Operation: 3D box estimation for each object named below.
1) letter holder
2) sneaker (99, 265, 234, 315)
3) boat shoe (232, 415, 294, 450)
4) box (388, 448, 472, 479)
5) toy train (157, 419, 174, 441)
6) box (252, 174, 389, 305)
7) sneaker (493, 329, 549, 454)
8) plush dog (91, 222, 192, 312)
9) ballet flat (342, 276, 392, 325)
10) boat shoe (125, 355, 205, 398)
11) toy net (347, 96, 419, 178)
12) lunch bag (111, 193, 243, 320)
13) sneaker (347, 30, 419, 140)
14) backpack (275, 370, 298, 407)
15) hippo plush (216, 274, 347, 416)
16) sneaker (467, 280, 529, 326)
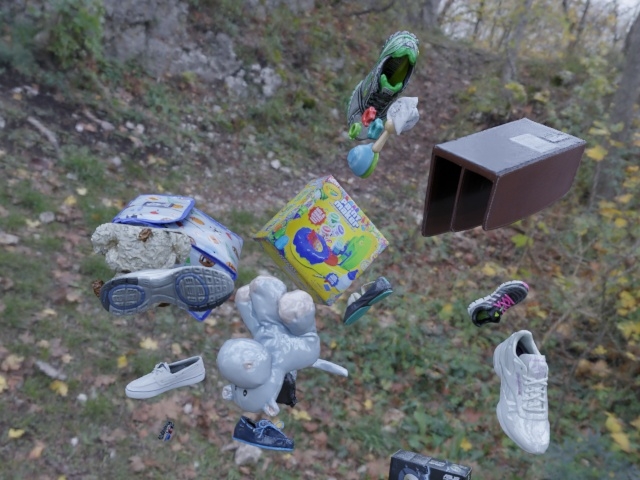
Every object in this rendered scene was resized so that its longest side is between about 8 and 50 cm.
[{"bbox_3d":[0.363,-0.098,1.256,0.301,0.215,0.152,-20,39,-36],"label":"letter holder"},{"bbox_3d":[-0.350,0.100,1.439,0.296,0.111,0.129,0,13,-12],"label":"sneaker"},{"bbox_3d":[-0.183,0.590,1.917,0.258,0.089,0.109,-1,-22,39],"label":"boat shoe"},{"bbox_3d":[0.252,0.590,1.457,0.180,0.148,0.077,7,-1,26],"label":"box"},{"bbox_3d":[-0.496,0.616,2.011,0.036,0.027,0.158,25,-2,-5],"label":"toy train"},{"bbox_3d":[0.000,0.000,1.937,0.290,0.279,0.177,48,-16,-14],"label":"box"},{"bbox_3d":[0.501,0.364,1.531,0.114,0.152,0.305,4,54,-10],"label":"sneaker"},{"bbox_3d":[-0.464,0.077,1.613,0.262,0.226,0.210,6,2,-20],"label":"plush dog"},{"bbox_3d":[0.131,0.173,1.843,0.074,0.203,0.074,31,35,-25],"label":"ballet flat"},{"bbox_3d":[-0.506,0.435,2.022,0.258,0.084,0.095,-14,23,-27],"label":"boat shoe"},{"bbox_3d":[0.122,-0.210,1.164,0.045,0.122,0.232,21,-28,-24],"label":"toy net"},{"bbox_3d":[-0.446,0.010,1.941,0.385,0.239,0.328,35,12,-12],"label":"lunch bag"},{"bbox_3d":[0.172,-0.440,1.825,0.134,0.344,0.146,22,33,-7],"label":"sneaker"},{"bbox_3d":[-0.118,0.329,1.544,0.151,0.115,0.182,12,10,1],"label":"backpack"},{"bbox_3d":[-0.131,0.243,1.343,0.234,0.294,0.236,15,49,39],"label":"hippo plush"},{"bbox_3d":[0.437,0.162,1.528,0.063,0.170,0.075,46,31,-16],"label":"sneaker"}]
